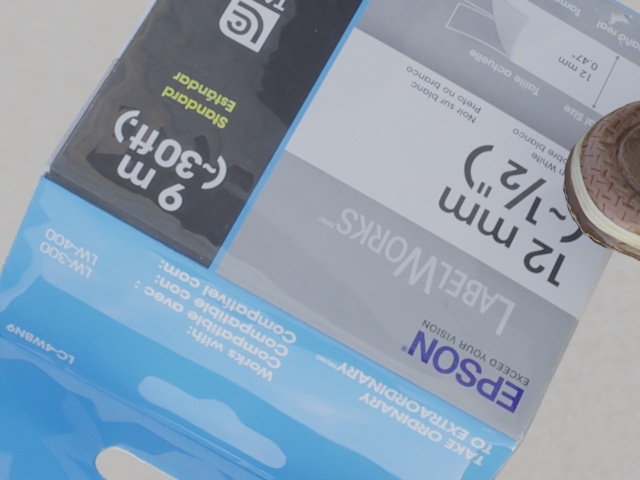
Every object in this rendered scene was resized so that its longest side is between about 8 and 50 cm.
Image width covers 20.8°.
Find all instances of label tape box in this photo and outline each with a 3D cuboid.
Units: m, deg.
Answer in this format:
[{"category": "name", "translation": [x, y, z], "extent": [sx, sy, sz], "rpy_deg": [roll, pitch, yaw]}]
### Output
[{"category": "label tape box", "translation": [0.000, 0.000, 0.836], "extent": [0.249, 0.348, 0.115], "rpy_deg": [30, 154, -2]}]

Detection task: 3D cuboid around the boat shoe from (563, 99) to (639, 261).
[{"category": "boat shoe", "translation": [0.218, -0.003, 0.815], "extent": [0.095, 0.257, 0.095], "rpy_deg": [131, 139, -54]}]
